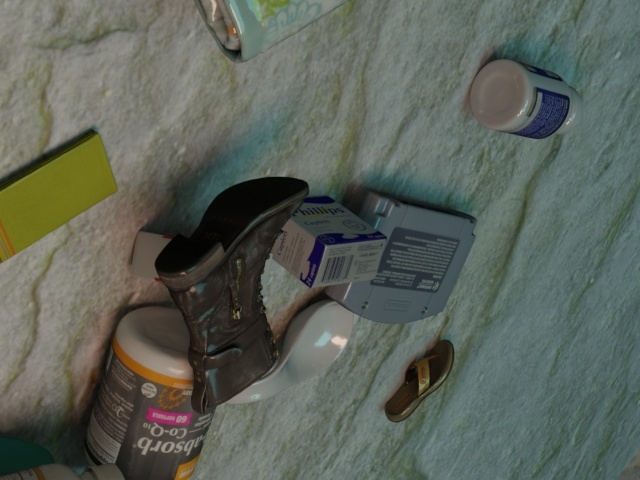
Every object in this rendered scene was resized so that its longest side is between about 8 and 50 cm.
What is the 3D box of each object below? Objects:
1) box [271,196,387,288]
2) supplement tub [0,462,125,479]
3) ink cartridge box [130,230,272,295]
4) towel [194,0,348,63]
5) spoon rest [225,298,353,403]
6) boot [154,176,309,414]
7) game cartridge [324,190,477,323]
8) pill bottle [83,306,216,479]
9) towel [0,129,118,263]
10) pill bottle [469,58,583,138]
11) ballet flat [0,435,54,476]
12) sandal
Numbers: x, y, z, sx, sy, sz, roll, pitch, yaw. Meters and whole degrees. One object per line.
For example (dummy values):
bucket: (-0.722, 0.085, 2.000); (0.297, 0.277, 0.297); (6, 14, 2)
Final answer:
box: (0.000, 0.000, 1.609); (0.126, 0.137, 0.072); (-6, 121, -43)
supplement tub: (-0.380, 0.398, 1.357); (0.316, 0.228, 0.228); (-11, 127, -23)
ink cartridge box: (-0.154, 0.031, 1.491); (0.150, 0.109, 0.063); (10, 89, -48)
towel: (-0.038, -0.423, 1.207); (0.320, 0.090, 0.374); (-34, 120, -22)
spoon rest: (-0.052, 0.178, 1.738); (0.276, 0.084, 0.137); (-24, 134, -31)
boot: (-0.094, 0.065, 1.430); (0.263, 0.091, 0.229); (-39, 130, -31)
game cartridge: (0.129, 0.034, 1.789); (0.297, 0.062, 0.198); (10, 110, -53)
pill bottle: (-0.230, 0.243, 1.543); (0.162, 0.162, 0.278); (-3, 120, -44)
towel: (-0.348, -0.035, 1.327); (0.237, 0.021, 0.102); (-35, 144, -23)
pill bottle: (0.333, -0.219, 1.803); (0.186, 0.112, 0.112); (5, 115, -47)
ballet flat: (-0.448, 0.288, 1.438); (0.221, 0.077, 0.079); (14, 126, -45)
sandal: (0.175, 0.249, 2.048); (0.180, 0.072, 0.049); (-47, 120, -1)
